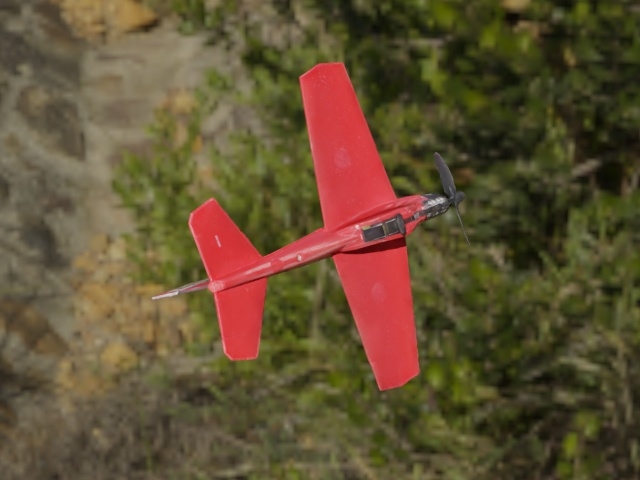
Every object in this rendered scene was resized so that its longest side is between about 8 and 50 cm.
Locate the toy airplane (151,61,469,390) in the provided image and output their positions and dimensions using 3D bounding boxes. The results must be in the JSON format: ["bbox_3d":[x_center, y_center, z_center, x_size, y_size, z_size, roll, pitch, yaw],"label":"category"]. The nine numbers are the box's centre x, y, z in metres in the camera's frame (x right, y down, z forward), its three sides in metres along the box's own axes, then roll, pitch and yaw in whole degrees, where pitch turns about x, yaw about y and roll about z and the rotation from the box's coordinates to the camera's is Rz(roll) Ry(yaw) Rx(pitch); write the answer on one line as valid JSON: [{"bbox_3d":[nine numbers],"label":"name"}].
[{"bbox_3d":[0.000,0.000,0.685,0.151,0.151,0.028,-13,8,-25],"label":"toy airplane"}]
